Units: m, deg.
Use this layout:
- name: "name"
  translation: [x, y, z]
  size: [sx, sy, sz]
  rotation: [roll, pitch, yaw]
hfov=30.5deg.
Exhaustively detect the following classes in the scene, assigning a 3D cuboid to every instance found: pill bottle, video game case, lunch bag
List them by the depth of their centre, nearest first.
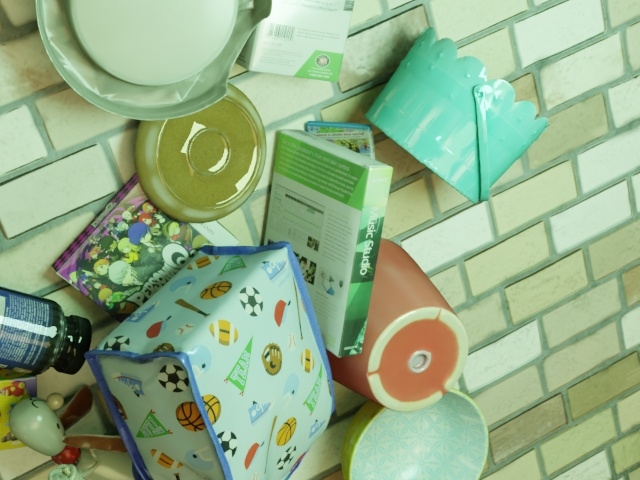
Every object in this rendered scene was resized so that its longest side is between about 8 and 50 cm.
- name: "pill bottle"
  translation: [-0.472, 0.139, 1.811]
  size: [0.219, 0.123, 0.123]
  rotation: [19, 100, -30]
- name: "lunch bag"
  translation: [-0.148, 0.245, 1.838]
  size: [0.328, 0.239, 0.385]
  rotation: [-47, 126, -43]
- name: "video game case"
  translation: [-0.281, 0.021, 1.908]
  size: [0.232, 0.042, 0.210]
  rotation: [-48, 121, -2]
- name: "video game case"
  translation: [0.039, -0.118, 1.978]
  size: [0.015, 0.119, 0.166]
  rotation: [-42, 132, -51]

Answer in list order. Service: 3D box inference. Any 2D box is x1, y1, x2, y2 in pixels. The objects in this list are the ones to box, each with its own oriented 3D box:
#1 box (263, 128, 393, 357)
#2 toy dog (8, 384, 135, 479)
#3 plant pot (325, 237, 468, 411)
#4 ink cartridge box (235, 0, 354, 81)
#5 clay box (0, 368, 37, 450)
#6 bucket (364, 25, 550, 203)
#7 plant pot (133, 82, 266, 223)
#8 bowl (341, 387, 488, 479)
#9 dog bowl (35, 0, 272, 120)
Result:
- name: "box"
  translation: [0.000, 0.000, 1.928]
  size: [0.058, 0.232, 0.322]
  rotation: [-8, 115, -40]
- name: "toy dog"
  translation: [-0.335, 0.334, 1.915]
  size: [0.161, 0.220, 0.333]
  rotation: [-48, 149, -4]
- name: "plant pot"
  translation: [0.114, 0.160, 2.043]
  size: [0.275, 0.243, 0.275]
  rotation: [-10, 114, -24]
- name: "ink cartridge box"
  translation: [-0.036, -0.372, 1.844]
  size: [0.160, 0.092, 0.219]
  rotation: [4, 108, -28]
- name: "clay box"
  translation: [-0.564, 0.276, 1.860]
  size: [0.222, 0.053, 0.127]
  rotation: [-6, 112, -26]
- name: "bucket"
  translation: [0.222, -0.201, 1.946]
  size: [0.281, 0.281, 0.183]
  rotation: [34, 98, -33]
- name: "plant pot"
  translation: [-0.182, -0.142, 1.870]
  size: [0.236, 0.032, 0.236]
  rotation: [-7, 102, -33]
- name: "bowl"
  translation: [0.152, 0.378, 2.196]
  size: [0.289, 0.156, 0.289]
  rotation: [-8, 109, -23]
- name: "dog bowl"
  translation: [-0.249, -0.357, 1.725]
  size: [0.349, 0.102, 0.349]
  rotation: [-8, 112, -20]
